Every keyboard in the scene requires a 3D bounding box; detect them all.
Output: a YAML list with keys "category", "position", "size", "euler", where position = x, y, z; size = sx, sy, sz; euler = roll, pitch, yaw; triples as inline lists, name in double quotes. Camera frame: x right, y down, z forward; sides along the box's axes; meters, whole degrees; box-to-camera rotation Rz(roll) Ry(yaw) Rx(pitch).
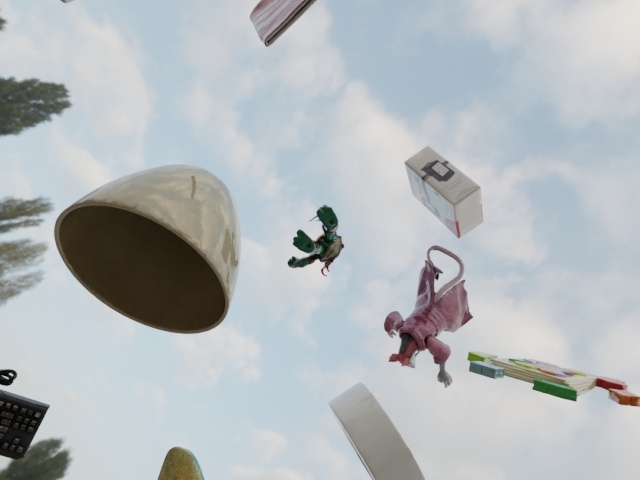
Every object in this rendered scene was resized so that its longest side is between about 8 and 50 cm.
- category: "keyboard"
  position: [-0.476, 0.222, 0.650]
  size: [0.180, 0.108, 0.023]
  euler: [27, -21, -18]

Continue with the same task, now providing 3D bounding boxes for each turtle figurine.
- category: "turtle figurine"
  position: [0.000, 0.000, 1.136]
  size: [0.118, 0.175, 0.234]
  euler: [25, -9, 8]

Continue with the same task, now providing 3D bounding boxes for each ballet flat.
- category: "ballet flat"
  position: [-0.263, 0.569, 0.866]
  size: [0.123, 0.123, 0.349]
  euler: [-7, -91, 40]

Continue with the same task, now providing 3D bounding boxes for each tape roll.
- category: "tape roll"
  position: [0.131, 0.485, 1.129]
  size: [0.286, 0.100, 0.286]
  euler: [56, -11, 16]

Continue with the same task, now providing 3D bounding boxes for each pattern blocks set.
- category: "pattern blocks set"
  position: [0.415, 0.244, 0.866]
  size: [0.285, 0.325, 0.026]
  euler: [9, -94, 32]

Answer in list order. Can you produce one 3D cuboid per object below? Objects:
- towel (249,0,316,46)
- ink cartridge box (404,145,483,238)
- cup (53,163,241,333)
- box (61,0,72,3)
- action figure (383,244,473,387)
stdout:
- category: "towel"
  position: [-0.085, -0.631, 1.234]
  size: [0.237, 0.329, 0.037]
  euler: [-40, -55, 14]
- category: "ink cartridge box"
  position: [0.370, -0.149, 1.424]
  size: [0.237, 0.100, 0.172]
  euler: [53, -5, 39]
- category: "cup"
  position: [-0.288, -0.014, 0.917]
  size: [0.331, 0.237, 0.331]
  euler: [10, -46, 11]
- category: "box"
  position: [-0.180, -0.285, 0.378]
  size: [0.072, 0.137, 0.126]
  euler: [37, -41, -5]
- category: "action figure"
  position: [0.326, 0.238, 1.382]
  size: [0.248, 0.370, 0.276]
  euler: [27, -48, 23]
